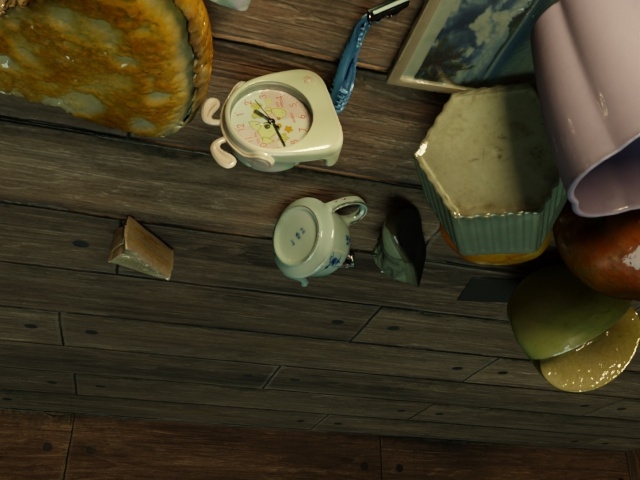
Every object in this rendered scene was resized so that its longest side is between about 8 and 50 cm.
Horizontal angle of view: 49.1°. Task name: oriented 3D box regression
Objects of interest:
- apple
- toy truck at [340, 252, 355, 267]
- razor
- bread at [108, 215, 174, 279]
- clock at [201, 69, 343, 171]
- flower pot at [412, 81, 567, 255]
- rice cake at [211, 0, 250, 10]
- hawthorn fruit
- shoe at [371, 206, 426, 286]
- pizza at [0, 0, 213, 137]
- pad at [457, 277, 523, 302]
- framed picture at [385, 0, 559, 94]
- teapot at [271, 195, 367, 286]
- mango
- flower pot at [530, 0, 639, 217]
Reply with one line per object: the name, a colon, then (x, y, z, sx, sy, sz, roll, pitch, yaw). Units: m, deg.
apple: (0.567, 0.189, 1.573, 0.254, 0.292, 0.292, -35, 145, 5)
toy truck: (0.036, 0.045, 1.571, 0.083, 0.039, 0.044, -3, 166, 4)
razor: (0.049, -0.258, 0.999, 0.082, 0.042, 0.253, -34, 168, -28)
bread: (-0.364, 0.019, 1.485, 0.152, 0.077, 0.105, 18, 148, -32)
clock: (-0.072, -0.167, 1.016, 0.191, 0.151, 0.062, -12, 156, -13)
flower pot: (0.269, -0.102, 1.077, 0.209, 0.239, 0.189, 29, 173, 22)
rice cake: (-0.092, -0.357, 0.810, 0.085, 0.040, 0.226, 12, 150, -20)
hawthorn fruit: (0.518, -0.028, 1.167, 0.301, 0.268, 0.268, 8, 154, -39)
shoe: (0.156, 0.014, 1.451, 0.098, 0.103, 0.275, 7, 152, 18)
pizza: (-0.343, -0.272, 0.888, 0.406, 0.130, 0.440, 3, 162, -4)
pad: (0.464, 0.128, 1.757, 0.211, 0.003, 0.143, 3, 152, -5)
framed picture: (0.244, -0.298, 0.936, 0.232, 0.024, 0.315, 6, 153, -12)
teapot: (0.000, 0.000, 1.385, 0.159, 0.159, 0.232, 24, 116, -37)
mango: (0.344, -0.023, 1.341, 0.187, 0.138, 0.257, -32, 145, 18)
flower pot: (0.393, -0.195, 0.865, 0.265, 0.243, 0.265, -11, 158, -5)
